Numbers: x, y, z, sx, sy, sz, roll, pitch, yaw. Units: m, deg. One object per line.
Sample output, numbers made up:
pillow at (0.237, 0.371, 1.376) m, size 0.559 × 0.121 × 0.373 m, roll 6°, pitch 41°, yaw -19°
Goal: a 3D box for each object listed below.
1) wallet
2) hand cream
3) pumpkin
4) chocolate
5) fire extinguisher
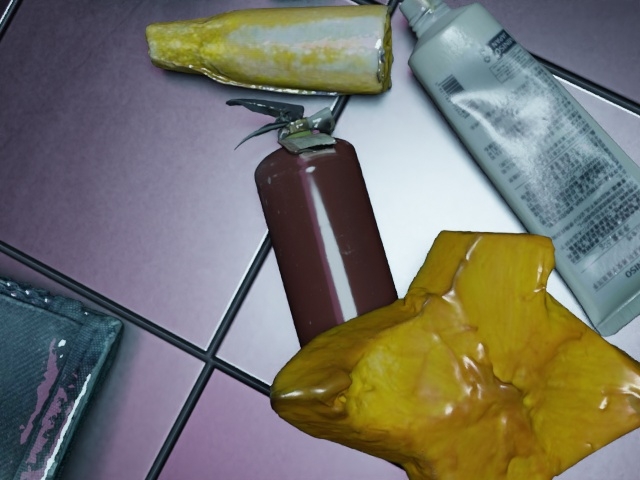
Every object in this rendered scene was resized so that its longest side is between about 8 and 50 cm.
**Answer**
wallet at (-0.366, 0.125, 0.734) m, size 0.342 × 0.075 × 0.237 m, roll 17°, pitch 70°, yaw 6°
hand cream at (0.187, -0.083, 0.737) m, size 0.124 × 0.078 × 0.341 m, roll -40°, pitch 91°, yaw -1°
pumpkin at (0.127, 0.114, 0.652) m, size 0.258 × 0.095 × 0.290 m, roll -48°, pitch 110°, yaw -19°
chocolate at (-0.046, -0.172, 0.753) m, size 0.219 × 0.085 × 0.086 m, roll 4°, pitch 85°, yaw 9°
fire extinguisher at (0.000, 0.000, 0.717) m, size 0.104 × 0.105 × 0.269 m, roll -16°, pitch 84°, yaw 3°
